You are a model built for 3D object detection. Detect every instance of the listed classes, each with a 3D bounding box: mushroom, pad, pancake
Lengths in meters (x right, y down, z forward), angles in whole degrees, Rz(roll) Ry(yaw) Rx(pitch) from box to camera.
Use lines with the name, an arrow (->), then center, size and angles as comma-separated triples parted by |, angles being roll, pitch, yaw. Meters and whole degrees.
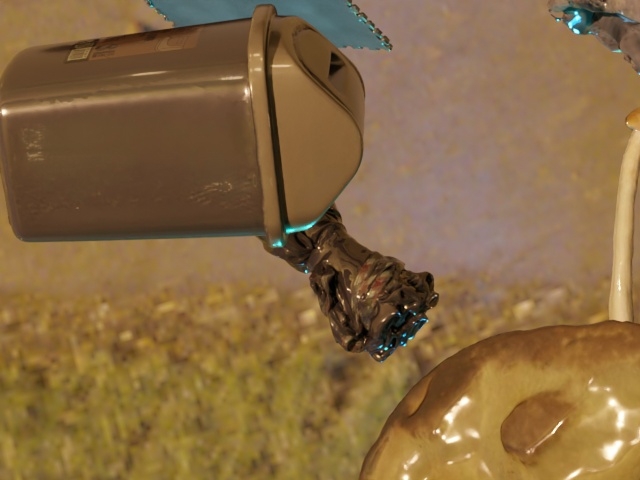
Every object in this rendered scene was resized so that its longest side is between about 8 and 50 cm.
mushroom -> 0.282, 0.030, 1.634 | 0.068, 0.306, 0.043 | 5, 179, -36
pad -> -0.088, -0.257, 1.885 | 0.269, 0.012, 0.269 | 6, 166, 26
pancake -> 0.135, 0.176, 0.983 | 0.294, 0.294, 0.049 | -35, 149, 26

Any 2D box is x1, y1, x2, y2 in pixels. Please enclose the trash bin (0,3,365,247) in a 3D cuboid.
trash bin -> -0.108, -0.091, 1.472 | 0.290, 0.209, 0.182 | -5, 110, 4

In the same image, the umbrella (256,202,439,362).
umbrella -> 0.000, 0.001, 1.857 | 0.122, 0.272, 0.110 | -32, 158, -24

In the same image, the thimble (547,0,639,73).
thimble -> 0.263, -0.173, 1.111 | 0.236, 0.205, 0.172 | 23, 95, -51
